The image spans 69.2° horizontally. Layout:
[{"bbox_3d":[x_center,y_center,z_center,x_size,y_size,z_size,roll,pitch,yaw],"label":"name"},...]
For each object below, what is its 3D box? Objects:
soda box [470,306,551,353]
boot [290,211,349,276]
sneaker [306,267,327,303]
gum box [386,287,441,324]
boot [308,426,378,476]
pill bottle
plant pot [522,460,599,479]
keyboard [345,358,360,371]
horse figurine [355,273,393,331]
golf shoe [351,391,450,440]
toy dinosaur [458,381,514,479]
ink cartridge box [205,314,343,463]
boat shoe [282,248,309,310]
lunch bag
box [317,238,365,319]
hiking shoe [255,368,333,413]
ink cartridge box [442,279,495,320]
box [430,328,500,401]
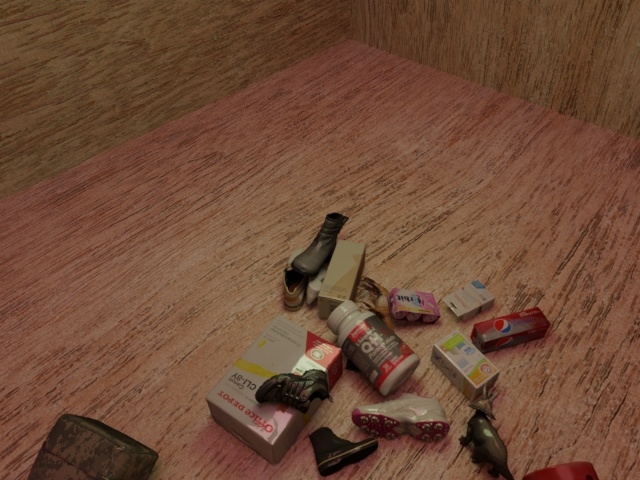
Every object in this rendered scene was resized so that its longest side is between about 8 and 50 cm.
[{"bbox_3d":[0.687,0.326,1.685,0.263,0.092,0.083,-13,45,-9],"label":"soda box"},{"bbox_3d":[0.000,0.000,1.871,0.118,0.223,0.338,27,23,8],"label":"boot"},{"bbox_3d":[-0.024,0.180,1.886,0.080,0.094,0.212,23,25,3],"label":"sneaker"},{"bbox_3d":[0.347,0.249,1.758,0.188,0.062,0.107,10,42,-18],"label":"gum box"},{"bbox_3d":[0.067,0.623,1.445,0.198,0.077,0.137,-16,42,-14],"label":"boot"},{"bbox_3d":[0.171,0.359,1.600,0.176,0.176,0.318,-33,59,-26],"label":"pill bottle"},{"bbox_3d":[0.667,0.707,1.244,0.191,0.191,0.174,-5,51,-2],"label":"plant pot"},{"bbox_3d":[0.133,0.394,1.700,0.108,0.023,0.180,8,46,11],"label":"keyboard"},{"bbox_3d":[0.216,0.234,1.795,0.174,0.066,0.263,30,32,-15],"label":"horse figurine"},{"bbox_3d":[0.252,0.554,1.487,0.306,0.115,0.140,6,35,1],"label":"golf shoe"},{"bbox_3d":[0.493,0.602,1.375,0.121,0.160,0.313,-3,44,1],"label":"toy dinosaur"},{"bbox_3d":[-0.142,0.477,1.534,0.279,0.160,0.385,25,51,24],"label":"ink cartridge box"},{"bbox_3d":[-0.096,0.139,1.907,0.113,0.103,0.302,-1,45,2],"label":"boat shoe"},{"bbox_3d":[-0.669,0.676,1.336,0.305,0.212,0.256,15,65,21],"label":"lunch bag"},{"bbox_3d":[0.089,0.157,1.852,0.121,0.148,0.311,11,48,12],"label":"box"},{"bbox_3d":[-0.079,0.458,1.380,0.226,0.086,0.114,-11,45,-13],"label":"hiking shoe"},{"bbox_3d":[0.569,0.240,1.798,0.181,0.062,0.104,-22,48,-18],"label":"ink cartridge box"},{"bbox_3d":[0.491,0.427,1.588,0.114,0.103,0.203,-26,50,-20],"label":"box"}]
